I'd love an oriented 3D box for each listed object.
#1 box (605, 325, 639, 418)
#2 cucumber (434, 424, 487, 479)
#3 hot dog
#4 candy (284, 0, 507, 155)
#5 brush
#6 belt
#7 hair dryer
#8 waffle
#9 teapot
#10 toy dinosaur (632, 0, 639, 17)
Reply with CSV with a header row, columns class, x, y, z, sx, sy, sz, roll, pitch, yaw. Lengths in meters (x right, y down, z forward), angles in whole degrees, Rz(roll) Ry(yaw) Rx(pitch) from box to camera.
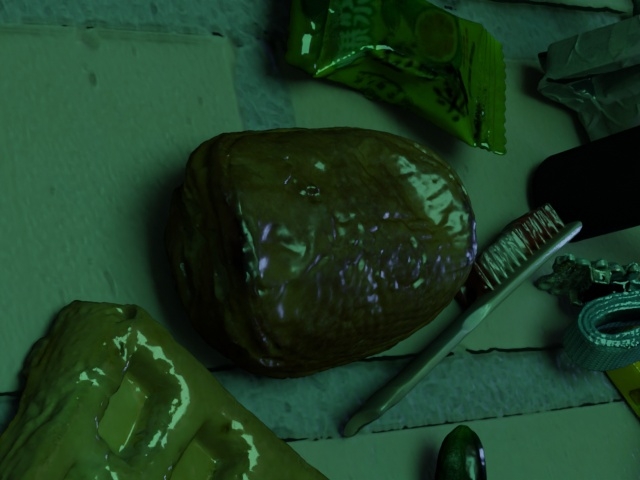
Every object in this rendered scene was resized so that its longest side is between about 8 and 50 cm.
class,x,y,z,sx,sy,sz,roll,pitch,yaw
box,0.369,0.081,1.716,0.152,0.043,0.269,53,49,-13
cucumber,0.115,0.288,1.415,0.056,0.056,0.284,13,71,-37
hot dog,0.000,0.000,1.375,0.272,0.122,0.196,-11,84,-47
candy,0.067,-0.163,1.526,0.246,0.069,0.149,23,56,-28
brush,0.116,0.058,1.497,0.050,0.060,0.321,50,48,1
belt,0.293,0.058,1.603,0.179,0.065,0.100,-6,62,-25
hair dryer,0.340,-0.018,1.625,0.251,0.197,0.089,34,55,-32
waffle,-0.097,0.241,1.233,0.348,0.077,0.304,44,50,-20
teapot,0.334,-0.159,1.679,0.221,0.178,0.163,42,52,-21
toy dinosaur,0.250,-0.385,1.662,0.331,0.129,0.383,48,52,-4
